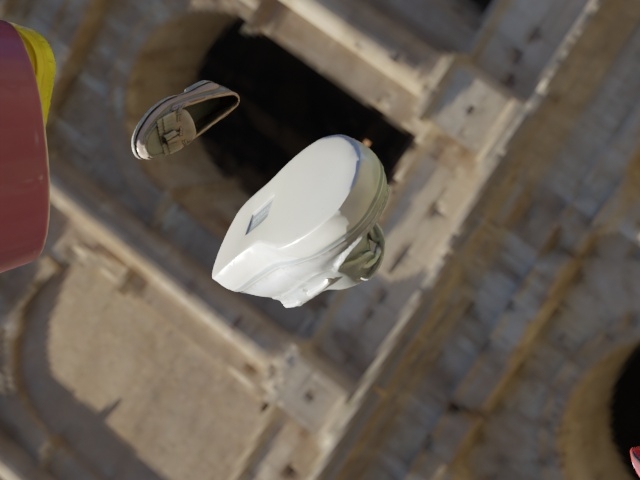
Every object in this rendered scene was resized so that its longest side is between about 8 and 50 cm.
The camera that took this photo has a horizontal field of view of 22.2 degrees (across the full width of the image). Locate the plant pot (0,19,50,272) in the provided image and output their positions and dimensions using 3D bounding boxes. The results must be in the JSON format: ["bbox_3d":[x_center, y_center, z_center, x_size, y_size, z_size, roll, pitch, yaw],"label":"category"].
[{"bbox_3d":[-0.241,-0.041,0.824,0.180,0.201,0.201,-9,-41,-23],"label":"plant pot"}]

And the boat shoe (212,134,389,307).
[{"bbox_3d":[0.000,0.000,0.848,0.184,0.063,0.066,-37,31,59],"label":"boat shoe"}]

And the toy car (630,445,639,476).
[{"bbox_3d":[0.408,0.193,1.406,0.239,0.225,0.053,-29,-52,-51],"label":"toy car"}]

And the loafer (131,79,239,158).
[{"bbox_3d":[-0.122,-0.111,1.484,0.125,0.039,0.045,-43,-46,-44],"label":"loafer"}]

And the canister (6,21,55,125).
[{"bbox_3d":[-0.260,-0.084,1.077,0.170,0.073,0.126,-12,-61,-63],"label":"canister"}]
